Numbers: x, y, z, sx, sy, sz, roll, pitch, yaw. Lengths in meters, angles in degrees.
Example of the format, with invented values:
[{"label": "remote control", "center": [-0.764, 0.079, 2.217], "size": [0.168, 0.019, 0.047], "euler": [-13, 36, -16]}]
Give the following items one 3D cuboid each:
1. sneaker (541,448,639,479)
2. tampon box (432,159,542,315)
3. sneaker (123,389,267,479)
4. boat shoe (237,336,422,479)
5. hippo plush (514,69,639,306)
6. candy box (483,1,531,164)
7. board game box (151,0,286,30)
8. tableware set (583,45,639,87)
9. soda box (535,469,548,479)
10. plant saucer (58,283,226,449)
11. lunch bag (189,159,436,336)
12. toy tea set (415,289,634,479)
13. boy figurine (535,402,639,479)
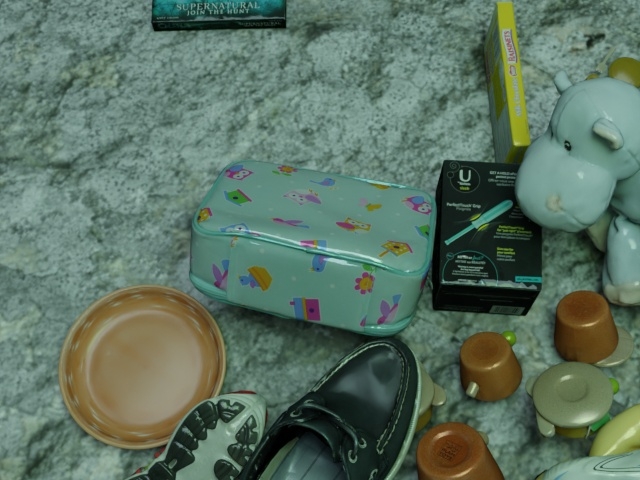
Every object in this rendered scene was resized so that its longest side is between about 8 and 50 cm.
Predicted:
[{"label": "sneaker", "center": [0.330, 0.226, 0.905], "size": [0.237, 0.085, 0.086], "euler": [-17, 66, -3]}, {"label": "tampon box", "center": [0.200, -0.003, 1.156], "size": [0.120, 0.101, 0.161], "euler": [4, 69, 2]}, {"label": "sneaker", "center": [-0.155, 0.273, 1.064], "size": [0.279, 0.118, 0.107], "euler": [-43, 85, 10]}, {"label": "boat shoe", "center": [-0.006, 0.227, 0.977], "size": [0.127, 0.113, 0.340], "euler": [34, 71, 24]}, {"label": "hippo plush", "center": [0.352, -0.067, 1.033], "size": [0.294, 0.236, 0.234], "euler": [-55, 36, 22]}, {"label": "candy box", "center": [0.237, -0.190, 1.225], "size": [0.027, 0.105, 0.206], "euler": [-3, 69, 1]}, {"label": "board game box", "center": [-0.141, -0.355, 1.341], "size": [0.186, 0.026, 0.126], "euler": [-1, 70, 1]}, {"label": "tableware set", "center": [0.419, -0.180, 1.262], "size": [0.154, 0.024, 0.104], "euler": [35, 77, 12]}, {"label": "soda box", "center": [0.321, 0.307, 1.061], "size": [0.169, 0.053, 0.060], "euler": [15, 70, 7]}, {"label": "plant saucer", "center": [-0.210, 0.151, 1.144], "size": [0.200, 0.037, 0.200], "euler": [-1, 69, 2]}, {"label": "lunch bag", "center": [0.000, 0.000, 1.117], "size": [0.279, 0.108, 0.224], "euler": [12, 29, 3]}, {"label": "toy tea set", "center": [0.221, 0.196, 1.096], "size": [0.336, 0.124, 0.200], "euler": [-24, 41, -4]}, {"label": "boy figurine", "center": [0.346, 0.247, 0.992], "size": [0.285, 0.092, 0.177], "euler": [-5, 94, -5]}]
